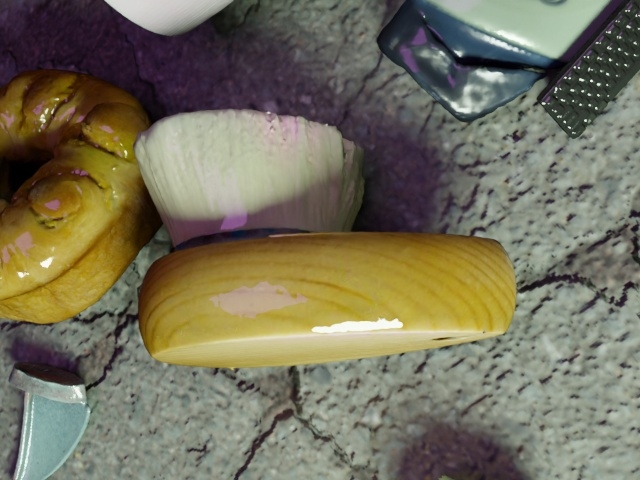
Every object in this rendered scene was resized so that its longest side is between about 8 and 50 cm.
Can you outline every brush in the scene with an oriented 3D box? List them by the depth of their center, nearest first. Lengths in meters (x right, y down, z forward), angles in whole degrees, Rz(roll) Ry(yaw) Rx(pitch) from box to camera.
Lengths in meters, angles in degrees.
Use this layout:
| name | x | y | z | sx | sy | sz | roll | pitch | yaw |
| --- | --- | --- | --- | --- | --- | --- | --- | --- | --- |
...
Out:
| name | x | y | z | sx | sy | sz | roll | pitch | yaw |
| --- | --- | --- | --- | --- | --- | --- | --- | --- | --- |
| brush | 0.000 | 0.000 | 0.571 | 0.266 | 0.174 | 0.166 | -4 | 74 | 14 |

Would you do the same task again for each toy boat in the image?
| name | x | y | z | sx | sy | sz | roll | pitch | yaw |
| --- | --- | --- | --- | --- | --- | --- | --- | --- | --- |
| toy boat | -0.251 | 0.179 | 0.730 | 0.096 | 0.034 | 0.122 | 11 | 98 | 23 |

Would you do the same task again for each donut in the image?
| name | x | y | z | sx | sy | sz | roll | pitch | yaw |
| --- | --- | --- | --- | --- | --- | --- | --- | --- | --- |
| donut | -0.232 | -0.039 | 0.660 | 0.226 | 0.114 | 0.226 | -9 | 57 | 15 |

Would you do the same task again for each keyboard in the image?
| name | x | y | z | sx | sy | sz | roll | pitch | yaw |
| --- | --- | --- | --- | --- | --- | --- | --- | --- | --- |
| keyboard | 0.229 | -0.159 | 0.539 | 0.204 | 0.061 | 0.013 | -49 | 48 | 12 |

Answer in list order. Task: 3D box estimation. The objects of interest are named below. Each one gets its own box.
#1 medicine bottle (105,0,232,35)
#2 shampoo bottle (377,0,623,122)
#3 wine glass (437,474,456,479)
| name | x | y | z | sx | sy | sz | roll | pitch | yaw |
| --- | --- | --- | --- | --- | --- | --- | --- | --- | --- |
| medicine bottle | -0.011 | -0.320 | 0.560 | 0.378 | 0.213 | 0.213 | -28 | 75 | 25 |
| shampoo bottle | 0.201 | -0.232 | 0.544 | 0.134 | 0.078 | 0.359 | 41 | 102 | -5 |
| wine glass | 0.158 | 0.223 | 0.525 | 0.195 | 0.079 | 0.079 | 17 | 92 | 22 |
